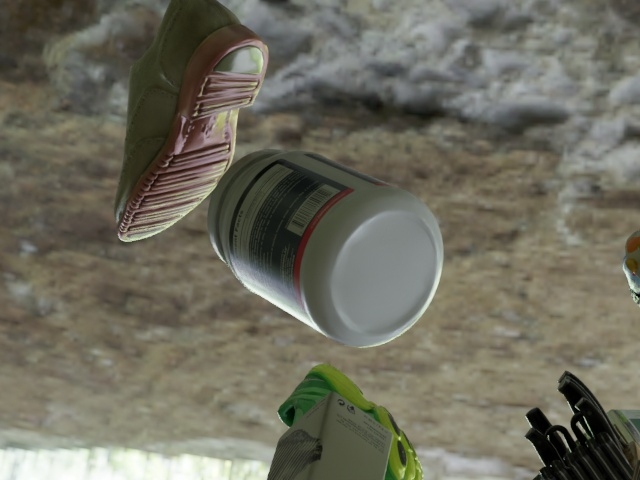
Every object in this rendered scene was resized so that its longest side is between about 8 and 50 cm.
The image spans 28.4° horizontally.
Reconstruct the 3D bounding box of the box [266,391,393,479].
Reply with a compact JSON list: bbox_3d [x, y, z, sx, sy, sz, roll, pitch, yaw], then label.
[{"bbox_3d":[-0.006,0.295,1.336,0.094,0.275,0.113,37,-60,-12],"label":"box"}]

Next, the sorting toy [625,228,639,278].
[{"bbox_3d":[0.362,0.015,1.303,0.083,0.045,0.075,45,-45,7],"label":"sorting toy"}]

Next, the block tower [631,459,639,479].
[{"bbox_3d":[0.222,0.198,0.768,0.091,0.097,0.335,15,-40,13],"label":"block tower"}]

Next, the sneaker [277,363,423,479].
[{"bbox_3d":[0.036,0.263,1.640,0.109,0.123,0.295,56,-12,-25],"label":"sneaker"}]

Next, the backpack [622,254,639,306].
[{"bbox_3d":[0.479,0.036,1.648,0.158,0.117,0.173,-31,-30,7],"label":"backpack"}]

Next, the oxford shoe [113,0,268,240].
[{"bbox_3d":[-0.196,-0.161,1.682,0.140,0.146,0.397,-14,-33,-45],"label":"oxford shoe"}]

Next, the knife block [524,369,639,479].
[{"bbox_3d":[0.323,0.276,1.343,0.088,0.242,0.275,-34,-43,15],"label":"knife block"}]

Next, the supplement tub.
[{"bbox_3d":[0.000,0.000,1.521,0.191,0.191,0.272,30,-2,-37],"label":"supplement tub"}]

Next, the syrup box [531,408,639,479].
[{"bbox_3d":[0.370,0.336,1.728,0.093,0.096,0.237,8,-49,-45],"label":"syrup box"}]
